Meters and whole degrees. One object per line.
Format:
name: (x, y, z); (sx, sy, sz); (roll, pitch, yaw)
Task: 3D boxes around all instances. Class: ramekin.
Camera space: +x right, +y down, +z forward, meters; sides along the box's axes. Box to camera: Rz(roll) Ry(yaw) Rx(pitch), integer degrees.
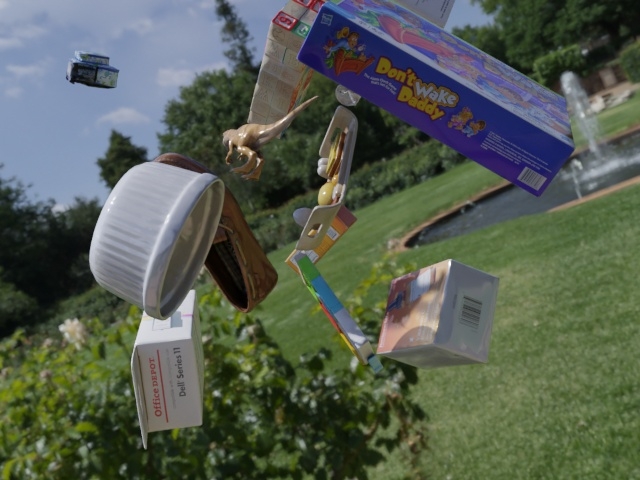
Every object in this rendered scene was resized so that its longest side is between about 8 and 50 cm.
ramekin: (-0.220, -0.007, 0.921); (0.109, 0.207, 0.207); (21, 8, 3)

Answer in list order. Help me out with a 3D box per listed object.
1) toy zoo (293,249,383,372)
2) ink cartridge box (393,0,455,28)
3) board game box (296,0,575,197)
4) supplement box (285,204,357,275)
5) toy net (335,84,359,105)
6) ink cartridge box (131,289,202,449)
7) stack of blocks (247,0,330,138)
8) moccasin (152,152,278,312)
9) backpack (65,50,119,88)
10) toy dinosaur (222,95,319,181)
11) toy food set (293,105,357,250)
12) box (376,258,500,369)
toy zoo: (0.043, 0.171, 1.521); (0.030, 0.293, 0.192); (-34, -20, -7)
ink cartridge box: (0.124, -0.519, 1.486); (0.117, 0.278, 0.201); (-66, 9, -20)
board game box: (0.164, -0.216, 0.925); (0.078, 0.347, 0.233); (-60, 1, 30)
supplement box: (0.000, 0.000, 1.954); (0.233, 0.080, 0.078); (-45, -1, 34)
toy net: (0.063, -0.356, 1.539); (0.122, 0.045, 0.232); (-11, -19, -7)
ink cartridge box: (-0.317, 0.264, 1.471); (0.119, 0.207, 0.353); (-6, 17, -7)
stack of blocks: (-0.061, -0.384, 1.482); (0.171, 0.087, 0.297); (-61, -2, -36)
moccasin: (-0.239, -0.013, 1.455); (0.139, 0.380, 0.147); (-13, 24, 34)
backpack: (-0.547, -0.413, 1.658); (0.114, 0.084, 0.105); (9, 13, -28)
toy dinosaur: (-0.100, -0.154, 1.047); (0.064, 0.112, 0.212); (12, -12, -43)
toy food set: (0.004, -0.148, 1.666); (0.093, 0.306, 0.219); (15, -29, -7)
box: (0.173, 0.116, 1.026); (0.091, 0.130, 0.170); (21, -21, -18)
